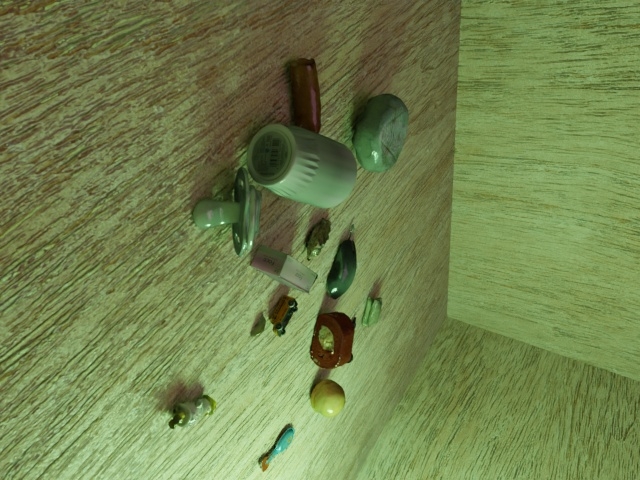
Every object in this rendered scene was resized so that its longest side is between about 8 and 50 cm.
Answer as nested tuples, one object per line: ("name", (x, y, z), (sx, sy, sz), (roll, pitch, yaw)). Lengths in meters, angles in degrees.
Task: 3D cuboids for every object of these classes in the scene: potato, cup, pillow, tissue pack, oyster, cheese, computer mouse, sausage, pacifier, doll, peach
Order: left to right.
("doll", (-0.427, 0.578, 1.582), (0.129, 0.081, 0.207), (-48, 159, 19))
("pacifier", (-0.285, -0.085, 1.434), (0.207, 0.227, 0.279), (1, 107, -18))
("potato", (-0.231, 0.344, 1.831), (0.093, 0.036, 0.037), (-60, 144, -23))
("cheese", (-0.199, 0.976, 2.199), (0.256, 0.037, 0.106), (-36, 132, -44))
("tissue pack", (-0.135, 0.114, 1.773), (0.246, 0.149, 0.092), (39, 71, -56))
("cup", (-0.060, -0.259, 1.615), (0.371, 0.253, 0.253), (8, 97, -57))
("sausage", (-0.051, -0.501, 1.654), (0.109, 0.109, 0.270), (-40, 135, -44))
("oyster", (0.002, -0.009, 2.014), (0.209, 0.072, 0.132), (-35, 136, -49))
("peach", (0.040, 0.796, 2.368), (0.184, 0.184, 0.184), (-33, 131, -48))
("computer mouse", (0.130, 0.107, 2.268), (0.167, 0.090, 0.379), (13, 92, -61))
("pillow", (0.305, 0.418, 2.717), (0.134, 0.078, 0.181), (6, 101, -60))

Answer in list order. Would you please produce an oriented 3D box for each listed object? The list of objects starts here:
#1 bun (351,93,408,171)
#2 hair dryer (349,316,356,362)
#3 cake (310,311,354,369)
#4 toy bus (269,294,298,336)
("bun", (0.253, -0.477, 2.076), (0.354, 0.194, 0.354), (-39, 137, -48))
("hair dryer", (0.147, 0.534, 2.542), (0.128, 0.070, 0.255), (38, 64, -57))
("cake", (0.063, 0.484, 2.249), (0.151, 0.177, 0.283), (6, 98, -60))
("toy bus", (-0.155, 0.307, 1.904), (0.162, 0.074, 0.069), (-61, 155, -24))
